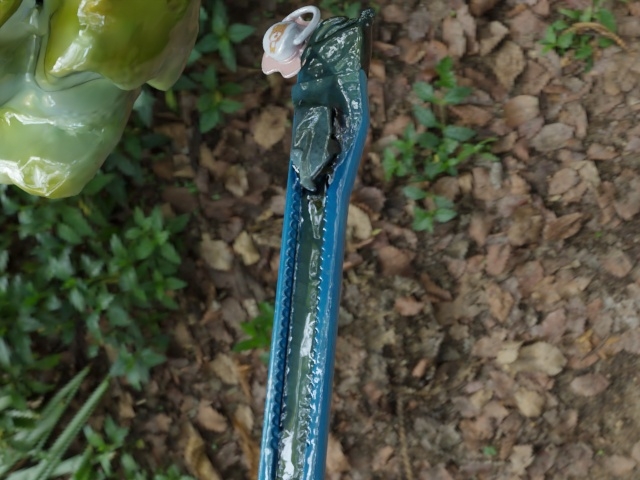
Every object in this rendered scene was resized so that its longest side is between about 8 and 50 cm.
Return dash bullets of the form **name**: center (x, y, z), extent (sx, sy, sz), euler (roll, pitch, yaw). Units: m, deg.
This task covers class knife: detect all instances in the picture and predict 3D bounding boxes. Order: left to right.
- **knife**: center (0.000, -0.001, 0.492), extent (0.044, 0.026, 0.296), euler (-2, 61, 12)

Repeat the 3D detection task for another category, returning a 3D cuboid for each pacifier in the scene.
- **pacifier**: center (-0.015, -0.196, 1.021), extent (0.081, 0.078, 0.099), euler (-57, 32, -4)

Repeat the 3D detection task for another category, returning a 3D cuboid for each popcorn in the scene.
- **popcorn**: center (-0.160, -0.172, 0.511), extent (0.276, 0.225, 0.276), euler (-26, 42, 26)
